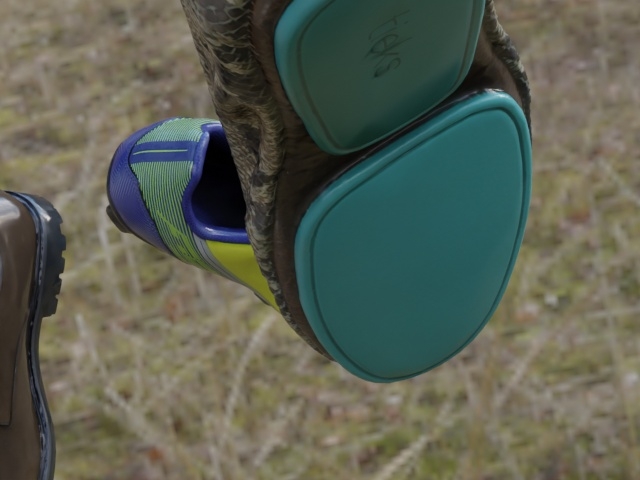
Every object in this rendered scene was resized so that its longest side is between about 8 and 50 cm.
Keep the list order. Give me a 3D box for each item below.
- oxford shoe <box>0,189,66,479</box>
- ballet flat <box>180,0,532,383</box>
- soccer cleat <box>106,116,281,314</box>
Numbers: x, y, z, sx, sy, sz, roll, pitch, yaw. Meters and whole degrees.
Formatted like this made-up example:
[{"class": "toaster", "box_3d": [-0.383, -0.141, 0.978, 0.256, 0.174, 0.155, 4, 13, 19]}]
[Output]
[{"class": "oxford shoe", "box_3d": [-0.200, 0.082, 0.988, 0.083, 0.227, 0.096, -3, -7, 21]}, {"class": "ballet flat", "box_3d": [0.009, -0.090, 0.862, 0.164, 0.182, 0.483, -29, -23, -5]}, {"class": "soccer cleat", "box_3d": [-0.001, 0.001, 1.133, 0.289, 0.093, 0.121, 23, -20, -34]}]
